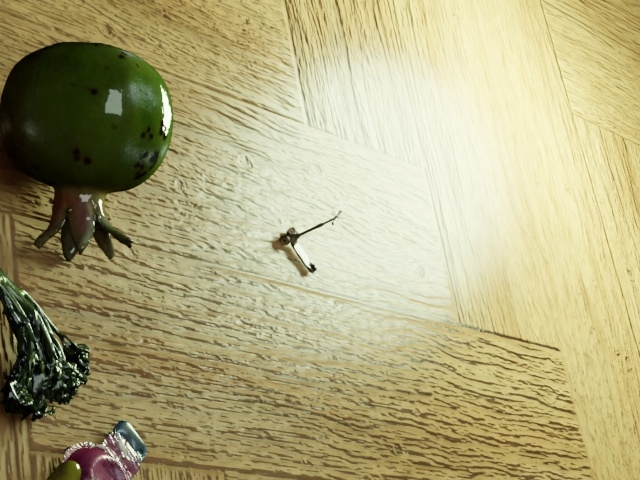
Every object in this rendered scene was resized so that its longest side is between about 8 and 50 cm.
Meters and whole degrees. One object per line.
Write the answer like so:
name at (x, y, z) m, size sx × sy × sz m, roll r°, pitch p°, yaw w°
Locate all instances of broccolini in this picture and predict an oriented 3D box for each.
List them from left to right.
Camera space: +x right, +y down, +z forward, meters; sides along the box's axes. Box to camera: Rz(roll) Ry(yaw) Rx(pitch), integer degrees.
broccolini at (-0.319, 0.068, 1.287) m, size 0.271 × 0.062 × 0.123 m, roll 49°, pitch 22°, yaw -26°

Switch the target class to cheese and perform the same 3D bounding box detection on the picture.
cheese at (-0.207, 0.226, 1.337) m, size 0.095 × 0.038 × 0.145 m, roll 54°, pitch 30°, yaw -12°

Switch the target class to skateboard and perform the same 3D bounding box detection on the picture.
skateboard at (0.000, 0.000, 1.707) m, size 0.064 × 0.083 × 0.032 m, roll 55°, pitch 35°, yaw -10°

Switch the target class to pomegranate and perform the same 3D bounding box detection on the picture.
pomegranate at (-0.241, -0.092, 1.417) m, size 0.181 × 0.181 × 0.224 m, roll 13°, pitch 78°, yaw -46°

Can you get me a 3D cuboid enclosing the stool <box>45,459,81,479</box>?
stool at (-0.239, 0.272, 1.205) m, size 0.110 × 0.134 × 0.135 m, roll -58°, pitch 158°, yaw -56°
